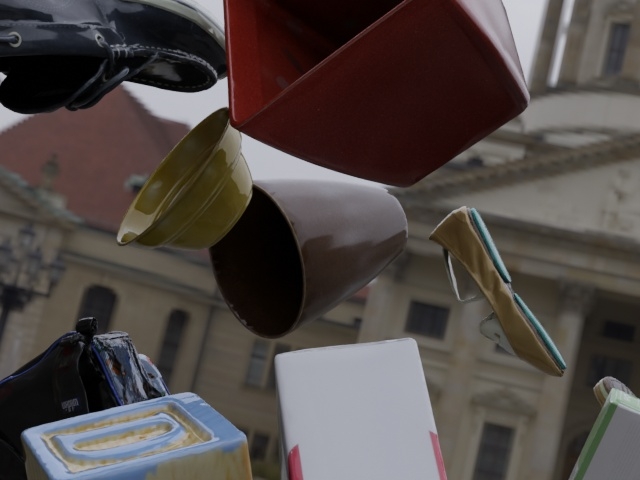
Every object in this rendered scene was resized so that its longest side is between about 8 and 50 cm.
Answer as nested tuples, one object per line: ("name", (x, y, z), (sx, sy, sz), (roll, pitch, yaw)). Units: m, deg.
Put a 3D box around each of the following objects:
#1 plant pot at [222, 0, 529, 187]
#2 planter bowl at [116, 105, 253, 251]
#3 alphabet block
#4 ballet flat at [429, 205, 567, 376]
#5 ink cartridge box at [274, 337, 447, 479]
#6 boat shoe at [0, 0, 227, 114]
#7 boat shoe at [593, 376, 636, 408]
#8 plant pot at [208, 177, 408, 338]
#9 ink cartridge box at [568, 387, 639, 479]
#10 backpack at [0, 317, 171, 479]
("plant pot", (0.073, -0.214, 1.473), (0.267, 0.267, 0.235), (-33, -50, 26))
("planter bowl", (-0.147, -0.054, 1.676), (0.090, 0.217, 0.217), (39, -18, -18))
("alphabet block", (-0.173, 0.280, 1.338), (0.192, 0.197, 0.193), (-12, 12, -19))
("ballet flat", (0.203, 0.071, 1.605), (0.073, 0.232, 0.080), (-32, -19, 11))
("ink cartridge box", (0.036, 0.268, 1.189), (0.131, 0.226, 0.306), (-6, -44, -6))
("boat shoe", (-0.283, -0.209, 1.479), (0.186, 0.156, 0.500), (-8, -9, 36))
("boat shoe", (0.417, 0.265, 1.871), (0.072, 0.068, 0.190), (-29, -65, 27))
("plant pot", (0.000, 0.000, 1.878), (0.230, 0.215, 0.215), (-17, 11, -36))
("ink cartridge box", (0.430, 0.306, 1.673), (0.235, 0.171, 0.056), (23, 18, 8))
("backpack", (-0.290, 0.273, 1.732), (0.276, 0.263, 0.213), (-37, -22, 25))
